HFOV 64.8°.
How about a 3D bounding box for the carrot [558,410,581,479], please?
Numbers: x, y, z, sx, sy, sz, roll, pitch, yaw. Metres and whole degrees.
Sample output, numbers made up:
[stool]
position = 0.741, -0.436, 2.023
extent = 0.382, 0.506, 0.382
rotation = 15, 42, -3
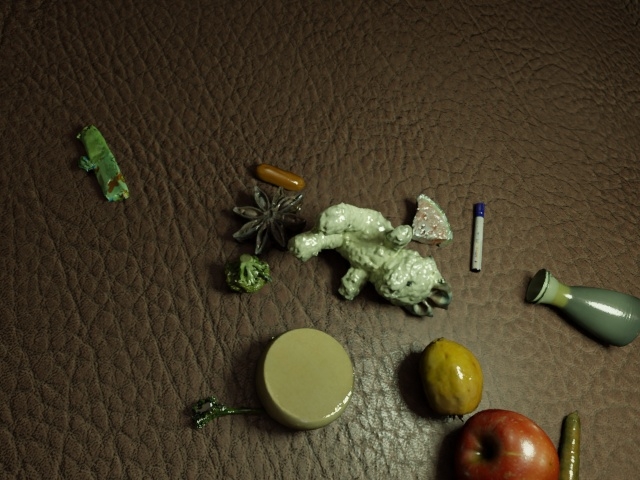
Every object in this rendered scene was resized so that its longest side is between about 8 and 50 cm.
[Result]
[carrot]
position = 0.704, 0.644, 1.436
extent = 0.070, 0.070, 0.342
rotation = 25, 55, -1

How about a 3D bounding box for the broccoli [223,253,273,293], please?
[broccoli]
position = -0.210, 0.092, 1.441
extent = 0.130, 0.120, 0.131
rotation = -13, 44, -12

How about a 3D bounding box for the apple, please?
[apple]
position = 0.477, 0.575, 1.302
extent = 0.216, 0.260, 0.260
rotation = 36, 59, -23

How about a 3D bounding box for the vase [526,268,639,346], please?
[vase]
position = 0.846, 0.209, 1.634
extent = 0.321, 0.173, 0.173
rotation = 21, 61, 4

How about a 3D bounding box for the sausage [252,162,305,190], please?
[sausage]
position = -0.134, -0.205, 1.642
extent = 0.183, 0.054, 0.062
rotation = 22, 89, -6

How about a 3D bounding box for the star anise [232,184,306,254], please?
[star anise]
position = -0.146, -0.056, 1.538
extent = 0.223, 0.109, 0.236
rotation = 33, 74, 29

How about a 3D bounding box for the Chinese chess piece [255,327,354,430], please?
[Chinese chess piece]
position = -0.040, 0.364, 1.345
extent = 0.273, 0.102, 0.273
rotation = 9, 57, -14

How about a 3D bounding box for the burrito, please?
[burrito]
position = -0.672, -0.228, 1.521
extent = 0.104, 0.054, 0.288
rotation = -23, 74, -21

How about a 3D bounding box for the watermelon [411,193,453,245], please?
[watermelon]
position = 0.346, -0.051, 1.684
extent = 0.139, 0.071, 0.187
rotation = -30, 83, -18

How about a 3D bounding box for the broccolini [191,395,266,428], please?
[broccolini]
position = -0.209, 0.444, 1.326
extent = 0.254, 0.071, 0.057
rotation = 3, 22, -20

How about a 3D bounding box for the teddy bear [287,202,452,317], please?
[teddy bear]
position = 0.161, 0.087, 1.427
extent = 0.375, 0.327, 0.362
rotation = -9, 64, -49

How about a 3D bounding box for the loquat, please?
[loquat]
position = 0.363, 0.387, 1.407
extent = 0.176, 0.187, 0.234
rotation = -20, 76, 23

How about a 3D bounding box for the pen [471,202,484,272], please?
[pen]
position = 0.540, -0.013, 1.730
extent = 0.033, 0.033, 0.269
rotation = 16, 63, -6
